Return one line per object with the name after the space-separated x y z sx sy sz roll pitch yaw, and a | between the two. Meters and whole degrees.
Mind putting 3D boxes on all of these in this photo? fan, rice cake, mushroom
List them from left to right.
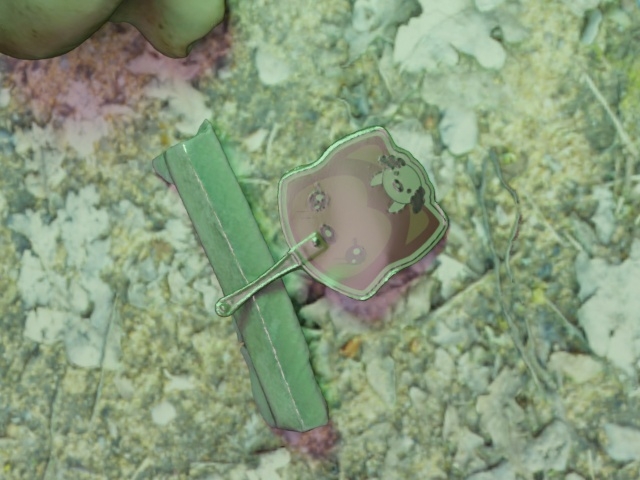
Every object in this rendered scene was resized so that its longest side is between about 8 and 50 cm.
-0.185 -0.249 1.480 0.243 0.243 0.243 2 98 15 | mushroom
-0.069 0.036 1.552 0.081 0.051 0.290 -24 89 50 | rice cake
0.000 0.000 1.511 0.220 0.009 0.132 -36 85 -2 | fan
